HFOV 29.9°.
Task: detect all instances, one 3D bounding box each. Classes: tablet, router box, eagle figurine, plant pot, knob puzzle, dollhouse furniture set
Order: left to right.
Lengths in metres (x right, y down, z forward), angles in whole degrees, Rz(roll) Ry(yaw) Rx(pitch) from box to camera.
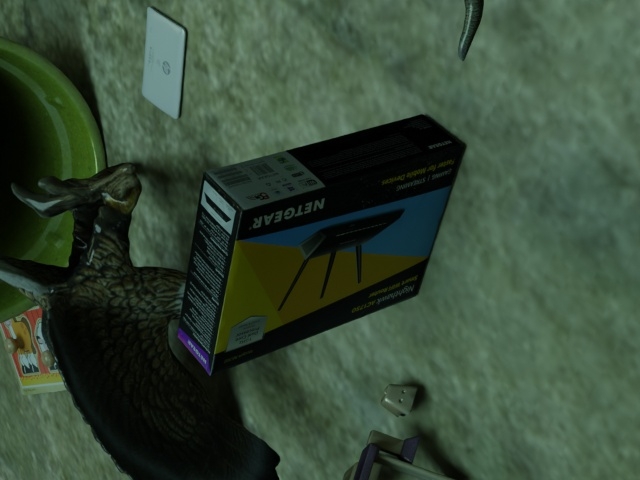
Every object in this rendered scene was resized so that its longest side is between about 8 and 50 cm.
[{"bbox_3d":[-0.384,-0.078,1.174,0.254,0.276,0.276,25,125,56],"label":"plant pot"},{"bbox_3d":[-0.335,0.080,1.345,0.213,0.030,0.213,25,124,43],"label":"knob puzzle"},{"bbox_3d":[-0.151,0.085,0.995,0.225,0.226,0.298,-5,97,31],"label":"eagle figurine"},{"bbox_3d":[-0.133,-0.149,1.011,0.054,0.006,0.083,37,132,36],"label":"tablet"},{"bbox_3d":[0.000,0.000,0.770,0.046,0.179,0.133,44,137,34],"label":"router box"},{"bbox_3d":[0.067,0.171,0.904,0.081,0.091,0.114,20,159,-1],"label":"dollhouse furniture set"}]

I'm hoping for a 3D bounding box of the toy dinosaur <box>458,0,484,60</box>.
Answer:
[{"bbox_3d":[0.003,-0.246,0.662,0.121,0.160,0.313,-3,103,36],"label":"toy dinosaur"}]
